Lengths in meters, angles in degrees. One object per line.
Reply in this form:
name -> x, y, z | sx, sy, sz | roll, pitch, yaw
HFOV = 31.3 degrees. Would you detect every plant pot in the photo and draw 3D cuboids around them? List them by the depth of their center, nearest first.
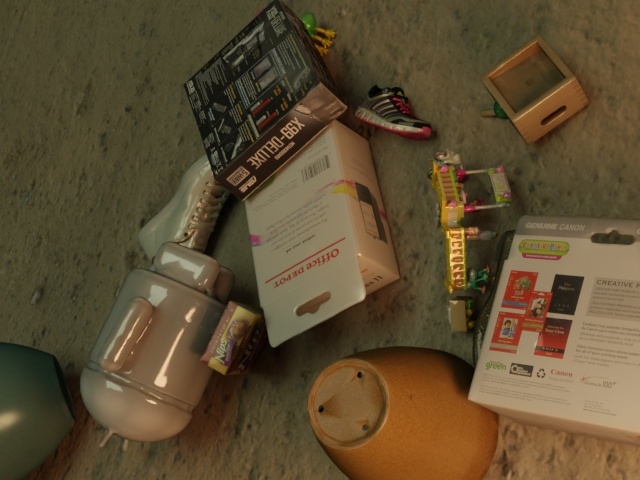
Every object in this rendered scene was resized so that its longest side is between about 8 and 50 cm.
plant pot -> 0.088, 0.239, 1.553 | 0.237, 0.254, 0.237 | -9, 70, 26
plant pot -> -0.576, 0.310, 2.153 | 0.195, 0.290, 0.290 | -19, 51, -9

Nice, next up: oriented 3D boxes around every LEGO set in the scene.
LEGO set -> 0.230, -0.013, 1.693 | 0.107, 0.132, 0.287 | -5, 66, -2

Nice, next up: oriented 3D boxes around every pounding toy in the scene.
pounding toy -> 0.310, -0.217, 1.726 | 0.141, 0.100, 0.130 | -36, 51, 10

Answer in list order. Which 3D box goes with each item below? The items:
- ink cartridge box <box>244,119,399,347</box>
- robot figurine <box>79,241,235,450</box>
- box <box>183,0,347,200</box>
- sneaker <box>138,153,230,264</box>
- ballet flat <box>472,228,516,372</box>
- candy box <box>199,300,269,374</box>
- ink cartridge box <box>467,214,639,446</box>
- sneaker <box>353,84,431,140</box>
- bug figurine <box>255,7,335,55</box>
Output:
ink cartridge box -> 0.000, 0.000, 1.866 | 0.207, 0.119, 0.353 | -29, 53, 27
robot figurine -> -0.272, 0.184, 1.907 | 0.199, 0.300, 0.353 | 20, 81, 26
box -> -0.104, -0.250, 1.965 | 0.242, 0.076, 0.307 | -41, 39, 14
sneaker -> -0.216, -0.045, 2.099 | 0.290, 0.106, 0.123 | -48, 53, 26
ballet flat -> 0.271, 0.098, 1.618 | 0.058, 0.084, 0.250 | -2, 64, 42
candy box -> -0.129, 0.161, 1.864 | 0.053, 0.186, 0.109 | 27, 90, 12
ink cartridge box -> 0.380, 0.116, 1.475 | 0.309, 0.130, 0.272 | 5, 73, 42
sneaker -> 0.125, -0.217, 1.895 | 0.170, 0.063, 0.075 | 27, 96, 49
bug figurine -> -0.097, -0.332, 2.137 | 0.279, 0.072, 0.216 | 19, 84, 45
